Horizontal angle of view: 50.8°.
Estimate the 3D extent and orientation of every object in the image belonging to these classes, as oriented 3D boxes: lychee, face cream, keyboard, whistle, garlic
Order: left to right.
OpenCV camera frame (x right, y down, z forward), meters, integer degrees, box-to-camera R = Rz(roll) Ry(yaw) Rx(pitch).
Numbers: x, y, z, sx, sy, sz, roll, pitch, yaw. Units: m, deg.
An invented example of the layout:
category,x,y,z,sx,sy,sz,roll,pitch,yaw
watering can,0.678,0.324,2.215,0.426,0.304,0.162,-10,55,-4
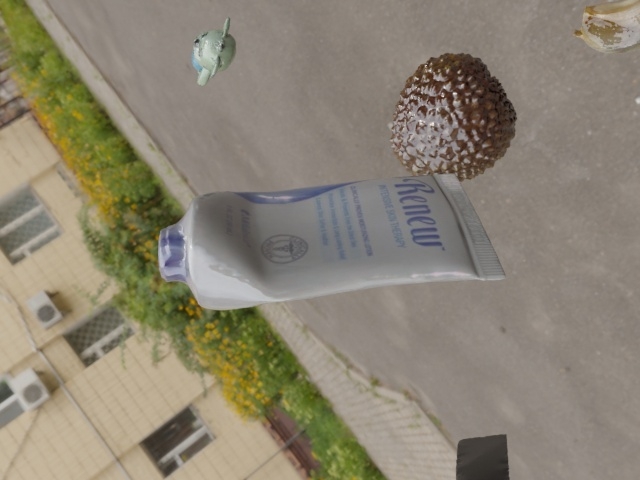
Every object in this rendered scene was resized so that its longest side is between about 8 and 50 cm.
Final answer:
category,x,y,z,sx,sy,sz,roll,pitch,yaw
whistle,-0.214,-0.356,1.297,0.077,0.114,0.235,14,180,-19
face cream,0.000,0.000,0.876,0.235,0.420,0.137,-100,5,-54
lychee,0.263,-0.239,1.387,0.267,0.267,0.267,48,163,20
keyboard,0.223,0.316,0.925,0.196,0.074,0.015,-39,-60,-74
garlic,0.450,-0.314,0.986,0.152,0.066,0.084,0,149,35
